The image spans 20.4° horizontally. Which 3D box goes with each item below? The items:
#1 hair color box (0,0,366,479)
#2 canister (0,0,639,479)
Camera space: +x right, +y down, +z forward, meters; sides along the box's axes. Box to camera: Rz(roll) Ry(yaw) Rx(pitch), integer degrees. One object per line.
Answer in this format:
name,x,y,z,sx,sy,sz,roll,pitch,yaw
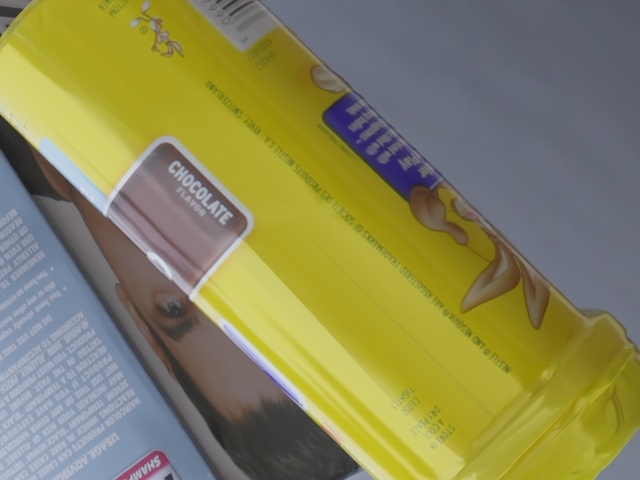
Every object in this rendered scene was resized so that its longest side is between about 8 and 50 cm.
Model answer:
hair color box,-0.141,0.002,0.906,0.374,0.114,0.185,56,-161,8
canister,0.000,0.000,0.463,0.170,0.073,0.126,44,-179,3
